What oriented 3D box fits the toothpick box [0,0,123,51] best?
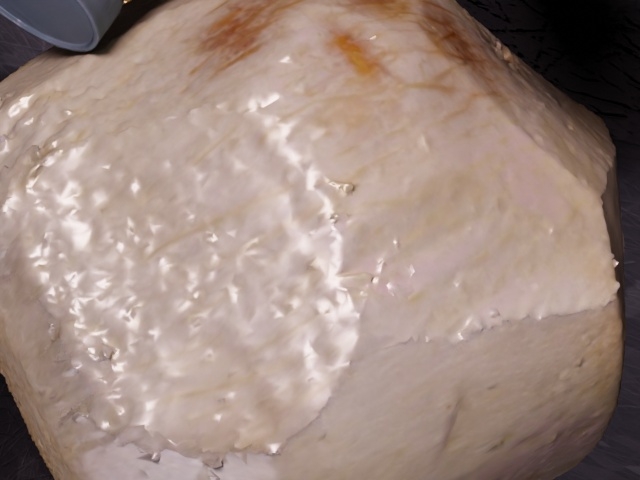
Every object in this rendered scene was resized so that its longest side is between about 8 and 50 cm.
[{"bbox_3d":[-0.117,-0.190,0.639,0.101,0.153,0.101,27,161,10],"label":"toothpick box"}]

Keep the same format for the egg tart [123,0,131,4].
[{"bbox_3d":[-0.134,-0.121,1.040,0.234,0.094,0.234,24,163,8],"label":"egg tart"}]

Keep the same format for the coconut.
[{"bbox_3d":[0.000,0.000,0.736,0.415,0.415,0.344,29,163,-7],"label":"coconut"}]
